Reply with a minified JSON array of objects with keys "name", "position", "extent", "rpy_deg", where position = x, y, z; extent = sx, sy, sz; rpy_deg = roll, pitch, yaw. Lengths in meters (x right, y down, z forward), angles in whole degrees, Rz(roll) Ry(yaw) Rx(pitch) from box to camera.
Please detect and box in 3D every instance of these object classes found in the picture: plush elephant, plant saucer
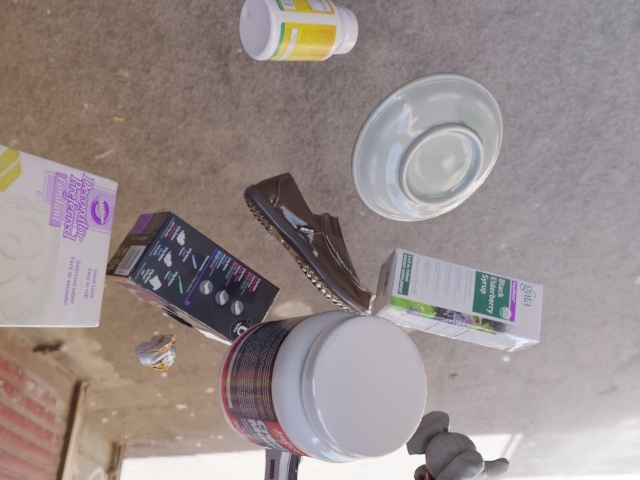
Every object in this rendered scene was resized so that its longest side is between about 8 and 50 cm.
[{"name":"plush elephant","position":[0.290,0.529,1.345],"extent":[0.330,0.272,0.255],"rpy_deg":[25,105,-17]},{"name":"plant saucer","position":[0.276,-0.196,1.478],"extent":[0.401,0.100,0.400],"rpy_deg":[-11,128,-14]}]

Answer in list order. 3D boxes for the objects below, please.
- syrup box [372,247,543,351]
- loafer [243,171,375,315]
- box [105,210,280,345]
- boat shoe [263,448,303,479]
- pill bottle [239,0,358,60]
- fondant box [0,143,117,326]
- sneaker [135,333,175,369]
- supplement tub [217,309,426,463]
[{"name":"syrup box","position":[0.208,0.093,0.937],"extent":[0.237,0.093,0.096],"rpy_deg":[14,159,-6]},{"name":"loafer","position":[0.000,0.000,1.275],"extent":[0.366,0.130,0.134],"rpy_deg":[49,169,-2]},{"name":"box","position":[-0.242,0.079,1.163],"extent":[0.270,0.143,0.165],"rpy_deg":[38,159,-29]},{"name":"boat shoe","position":[-0.070,0.477,1.341],"extent":[0.076,0.228,0.080],"rpy_deg":[21,152,-37]},{"name":"pill bottle","position":[-0.035,-0.396,1.148],"extent":[0.209,0.117,0.117],"rpy_deg":[-12,159,-37]},{"name":"fondant box","position":[-0.440,-0.004,0.848],"extent":[0.096,0.238,0.330],"rpy_deg":[3,174,22]},{"name":"sneaker","position":[-0.410,0.293,1.566],"extent":[0.084,0.083,0.215],"rpy_deg":[-3,180,2]},{"name":"supplement tub","position":[-0.008,0.196,0.839],"extent":[0.191,0.191,0.272],"rpy_deg":[18,160,-27]}]
